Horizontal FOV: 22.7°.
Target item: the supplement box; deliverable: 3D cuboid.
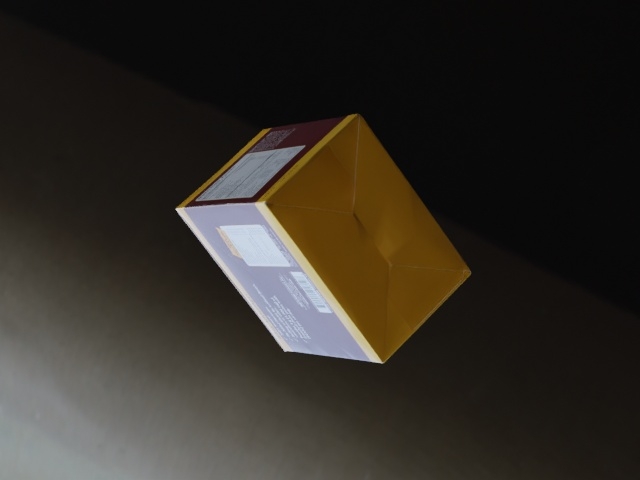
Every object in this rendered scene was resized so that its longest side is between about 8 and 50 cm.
[{"bbox_3d":[0.000,0.000,1.507,0.129,0.194,0.191,-44,-70,-22],"label":"supplement box"}]
